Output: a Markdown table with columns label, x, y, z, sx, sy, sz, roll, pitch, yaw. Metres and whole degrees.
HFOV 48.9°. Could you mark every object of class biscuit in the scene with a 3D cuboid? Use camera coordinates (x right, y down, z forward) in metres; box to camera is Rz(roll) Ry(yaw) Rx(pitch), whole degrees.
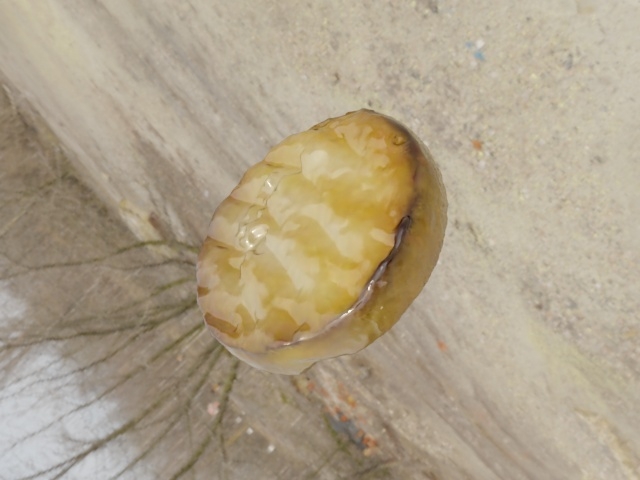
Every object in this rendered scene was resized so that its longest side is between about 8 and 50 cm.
| label | x | y | z | sx | sy | sz | roll | pitch | yaw |
| --- | --- | --- | --- | --- | --- | --- | --- | --- | --- |
| biscuit | 0.000 | 0.000 | 0.733 | 0.102 | 0.296 | 0.296 | 41 | 173 | -39 |
